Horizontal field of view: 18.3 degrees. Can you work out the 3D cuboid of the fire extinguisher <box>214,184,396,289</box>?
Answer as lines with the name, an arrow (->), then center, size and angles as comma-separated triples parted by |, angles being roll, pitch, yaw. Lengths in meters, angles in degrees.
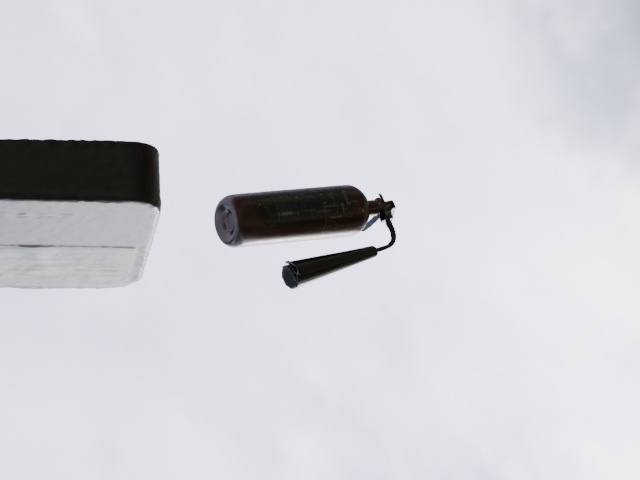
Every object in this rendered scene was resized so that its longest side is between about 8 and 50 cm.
fire extinguisher -> 0.003, -0.003, 0.913 | 0.100, 0.032, 0.046 | -5, -140, -33

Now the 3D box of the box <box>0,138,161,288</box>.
box -> -0.307, -0.018, 1.578 | 0.350, 0.211, 0.058 | 0, -110, -12
